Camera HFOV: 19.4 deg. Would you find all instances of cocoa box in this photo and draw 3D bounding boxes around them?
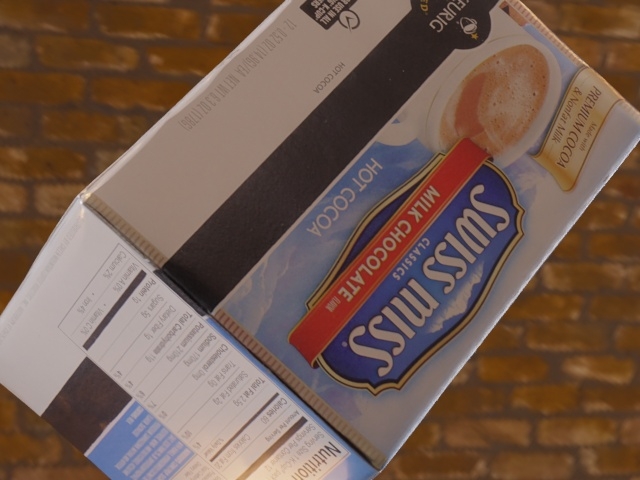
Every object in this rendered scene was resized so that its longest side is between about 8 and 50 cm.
[{"bbox_3d":[0.000,0.000,1.184,0.228,0.231,0.347,42,-126,0],"label":"cocoa box"}]
